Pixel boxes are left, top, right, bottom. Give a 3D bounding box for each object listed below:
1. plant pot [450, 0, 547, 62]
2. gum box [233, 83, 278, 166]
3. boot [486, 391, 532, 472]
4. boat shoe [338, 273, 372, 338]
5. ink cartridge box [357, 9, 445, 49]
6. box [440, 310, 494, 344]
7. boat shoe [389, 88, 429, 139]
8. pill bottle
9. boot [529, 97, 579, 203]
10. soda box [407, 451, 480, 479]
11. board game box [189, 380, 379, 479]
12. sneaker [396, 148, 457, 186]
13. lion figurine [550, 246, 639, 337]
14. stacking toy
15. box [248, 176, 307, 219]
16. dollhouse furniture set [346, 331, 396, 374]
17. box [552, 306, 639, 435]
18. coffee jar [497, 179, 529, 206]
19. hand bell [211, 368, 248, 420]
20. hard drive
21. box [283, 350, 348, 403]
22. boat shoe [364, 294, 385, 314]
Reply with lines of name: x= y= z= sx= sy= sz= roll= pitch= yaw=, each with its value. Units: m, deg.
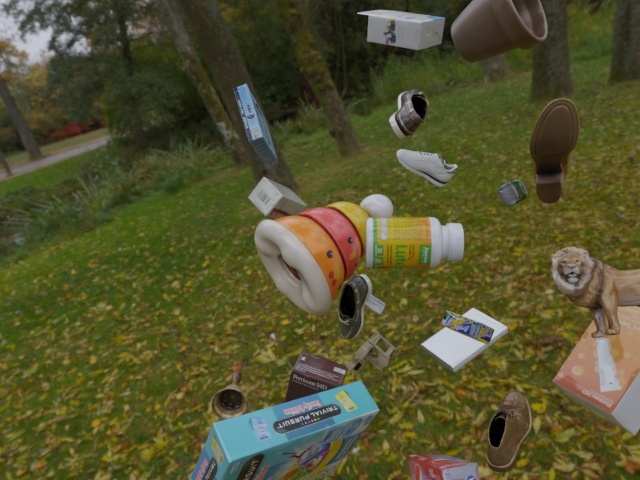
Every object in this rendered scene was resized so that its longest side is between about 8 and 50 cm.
plant pot: x=0.549 y=-0.692 z=1.546 sx=0.229 sy=0.263 sz=0.263 roll=-21 pitch=11 yaw=47
gum box: x=-0.170 y=-0.303 z=1.308 sx=0.041 sy=0.157 sz=0.184 roll=-19 pitch=-14 yaw=3
boot: x=0.592 y=0.568 z=1.530 sx=0.112 sy=0.115 sz=0.305 roll=-1 pitch=26 yaw=34
boat shoe: x=0.113 y=0.267 z=1.879 sx=0.091 sy=0.305 sz=0.109 roll=-16 pitch=41 yaw=-38
ink cartridge box: x=0.183 y=-0.495 z=1.137 sx=0.181 sy=0.062 sz=0.104 roll=27 pitch=40 yaw=34
box: x=0.462 y=0.273 z=1.539 sx=0.169 sy=0.059 sz=0.054 roll=16 pitch=80 yaw=64
boat shoe: x=0.323 y=-0.454 z=1.676 sx=0.096 sy=0.116 sz=0.324 roll=-28 pitch=19 yaw=34
pill bottle: x=0.243 y=0.006 z=1.279 sx=0.245 sy=0.136 sz=0.136 roll=0 pitch=22 yaw=5
boot: x=0.416 y=-0.183 z=0.877 sx=0.073 sy=0.197 sz=0.152 roll=9 pitch=40 yaw=21
soda box: x=0.280 y=0.551 z=1.121 sx=0.083 sy=0.092 sz=0.263 roll=-4 pitch=-18 yaw=-7
board game box: x=-0.075 y=0.421 z=0.967 sx=0.336 sy=0.254 sz=0.079 roll=-4 pitch=42 yaw=-37
sneaker: x=0.398 y=-0.296 z=1.833 sx=0.235 sy=0.095 sz=0.090 roll=23 pitch=45 yaw=-12
lion figurine: x=0.823 y=0.125 z=1.281 sx=0.392 sy=0.240 sz=0.142 roll=-4 pitch=-16 yaw=7
stacking toy: x=0.057 y=-0.020 z=1.602 sx=0.480 sy=0.351 sz=0.350 roll=-36 pitch=27 yaw=-23
box: x=-0.198 y=-0.181 z=2.275 sx=0.148 sy=0.127 sz=0.232 roll=45 pitch=13 yaw=26
dollhouse furniture set: x=0.153 y=0.410 z=1.600 sx=0.161 sy=0.101 sz=0.182 roll=-54 pitch=-14 yaw=16
box: x=0.949 y=0.388 z=1.537 sx=0.345 sy=0.168 sz=0.215 roll=-53 pitch=26 yaw=-6
coffee jar: x=0.822 y=-0.204 z=2.070 sx=0.079 sy=0.096 sz=0.184 roll=-31 pitch=-9 yaw=37
hand bell: x=-0.313 y=0.534 z=1.779 sx=0.126 sy=0.126 sz=0.242 roll=-15 pitch=14 yaw=2
hard drive: x=0.611 y=0.417 z=2.073 sx=0.307 sy=0.040 sz=0.203 roll=-30 pitch=29 yaw=-17
box: x=-0.038 y=0.632 z=1.846 sx=0.191 sy=0.381 sz=0.143 roll=16 pitch=22 yaw=9
boat shoe: x=0.183 y=0.224 z=1.948 sx=0.063 sy=0.184 sz=0.066 roll=-56 pitch=4 yaw=-15
